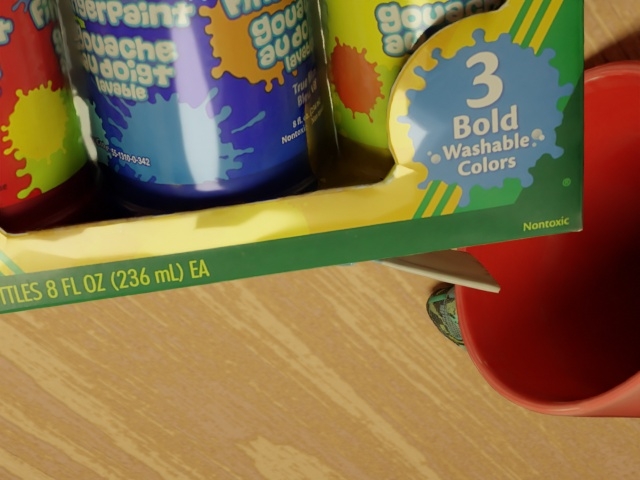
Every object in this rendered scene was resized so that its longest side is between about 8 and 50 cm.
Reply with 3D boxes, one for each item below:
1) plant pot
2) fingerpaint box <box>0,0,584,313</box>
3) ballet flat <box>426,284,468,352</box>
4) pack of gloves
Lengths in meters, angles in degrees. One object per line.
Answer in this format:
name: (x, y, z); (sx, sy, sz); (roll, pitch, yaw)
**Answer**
plant pot: (0.284, 0.025, 0.964); (0.243, 0.275, 0.275); (18, 133, -34)
fingerpaint box: (-0.082, -0.167, 0.691); (0.444, 0.163, 0.371); (-8, 118, -4)
ballet flat: (0.165, 0.097, 1.162); (0.070, 0.070, 0.188); (-27, 129, 22)
pack of gloves: (0.000, 0.000, 0.946); (0.232, 0.195, 0.046); (11, 107, -15)
